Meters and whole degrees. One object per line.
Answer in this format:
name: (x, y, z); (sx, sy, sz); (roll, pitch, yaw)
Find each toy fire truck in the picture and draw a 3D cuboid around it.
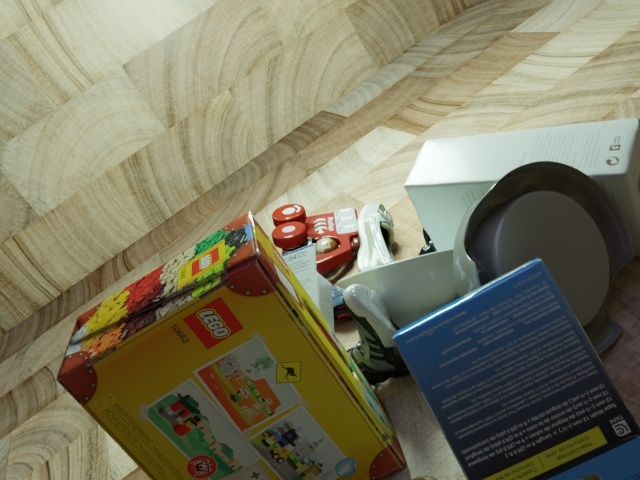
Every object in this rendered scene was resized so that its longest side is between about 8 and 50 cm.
toy fire truck: (0.000, 0.000, 2.006); (0.253, 0.170, 0.302); (-12, 27, 2)

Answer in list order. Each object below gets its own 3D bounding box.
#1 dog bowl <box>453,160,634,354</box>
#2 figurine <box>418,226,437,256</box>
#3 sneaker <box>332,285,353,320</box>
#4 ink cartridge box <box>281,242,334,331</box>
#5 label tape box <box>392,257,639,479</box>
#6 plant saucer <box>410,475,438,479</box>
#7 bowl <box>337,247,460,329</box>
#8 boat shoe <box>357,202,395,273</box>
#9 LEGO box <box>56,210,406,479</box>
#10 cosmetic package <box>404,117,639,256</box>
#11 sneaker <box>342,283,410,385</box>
dog bowl: (0.386, 0.041, 1.227); (0.349, 0.349, 0.102); (-44, 8, -23)
figurine: (0.339, -0.011, 1.691); (0.214, 0.092, 0.210); (-14, 38, 34)
sneaker: (0.019, 0.163, 1.742); (0.221, 0.083, 0.087); (-12, 37, 22)
ink cartridge box: (-0.110, 0.208, 1.625); (0.324, 0.071, 0.330); (-20, 58, 34)
label tape box: (0.301, 0.235, 1.043); (0.249, 0.348, 0.115); (-29, -5, 11)
plant saucer: (0.161, 0.421, 1.158); (0.083, 0.015, 0.083); (-27, 25, 13)
bowl: (0.193, 0.113, 1.488); (0.297, 0.134, 0.298); (-14, -8, -2)
boat shoe: (0.160, 0.007, 1.833); (0.103, 0.118, 0.320); (-17, 32, 19)
LEGO box: (-0.138, 0.266, 1.223); (0.372, 0.500, 0.193); (-31, 24, 4)
cosmetic package: (0.432, -0.096, 1.450); (0.453, 0.230, 0.162); (0, 48, 36)
sneaker: (0.088, 0.203, 1.369); (0.153, 0.268, 0.101); (-32, 36, 16)
